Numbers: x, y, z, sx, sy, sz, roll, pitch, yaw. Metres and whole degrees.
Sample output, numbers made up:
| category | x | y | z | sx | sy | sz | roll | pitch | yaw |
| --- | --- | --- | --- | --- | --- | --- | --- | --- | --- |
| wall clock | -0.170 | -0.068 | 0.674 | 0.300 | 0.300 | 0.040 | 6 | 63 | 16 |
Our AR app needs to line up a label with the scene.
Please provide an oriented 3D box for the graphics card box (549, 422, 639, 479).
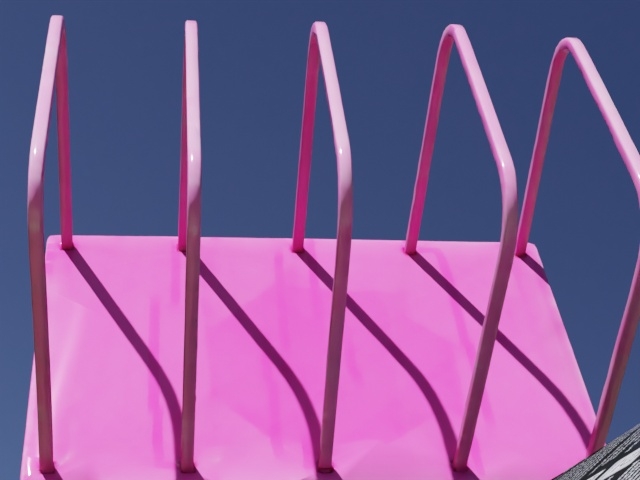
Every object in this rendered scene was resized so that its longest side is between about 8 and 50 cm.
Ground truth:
| category | x | y | z | sx | sy | sz | roll | pitch | yaw |
| --- | --- | --- | --- | --- | --- | --- | --- | --- | --- |
| graphics card box | 0.088 | 0.158 | 0.565 | 0.094 | 0.233 | 0.371 | 54 | -48 | 7 |

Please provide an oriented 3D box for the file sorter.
| category | x | y | z | sx | sy | sz | roll | pitch | yaw |
| --- | --- | --- | --- | --- | --- | --- | --- | --- | --- |
| file sorter | 0.000 | 0.000 | 0.734 | 0.291 | 0.202 | 0.182 | 1 | -55 | -7 |
